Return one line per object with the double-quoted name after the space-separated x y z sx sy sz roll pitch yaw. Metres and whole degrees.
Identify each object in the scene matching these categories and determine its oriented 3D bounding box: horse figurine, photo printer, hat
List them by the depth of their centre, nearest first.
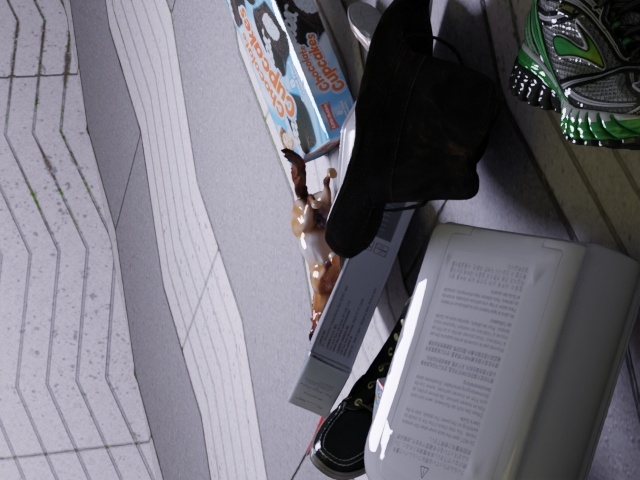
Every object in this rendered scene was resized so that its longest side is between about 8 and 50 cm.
0.168 0.145 1.659 0.256 0.107 0.308 9 80 56 "photo printer"
0.119 -0.111 1.854 0.331 0.134 0.331 17 -90 -78 "hat"
0.000 0.000 2.400 0.174 0.066 0.263 137 119 -72 "horse figurine"

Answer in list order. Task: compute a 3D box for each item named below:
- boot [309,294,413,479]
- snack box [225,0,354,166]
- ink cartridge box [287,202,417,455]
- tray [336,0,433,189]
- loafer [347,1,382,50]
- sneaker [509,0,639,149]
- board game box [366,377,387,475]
0.081 0.159 2.000 0.085 0.236 0.179 34 133 18 "boot"
-0.050 -0.275 2.384 0.322 0.060 0.187 68 161 3 "snack box"
0.029 0.102 2.151 0.239 0.060 0.275 115 178 -55 "ink cartridge box"
0.070 -0.154 1.959 0.270 0.030 0.145 -61 -18 -44 "tray"
0.065 -0.260 2.189 0.125 0.045 0.039 -120 24 -47 "loafer"
0.257 -0.166 1.488 0.343 0.134 0.146 -134 43 -63 "sneaker"
0.165 0.276 1.855 0.275 0.144 0.142 -121 32 -55 "board game box"
